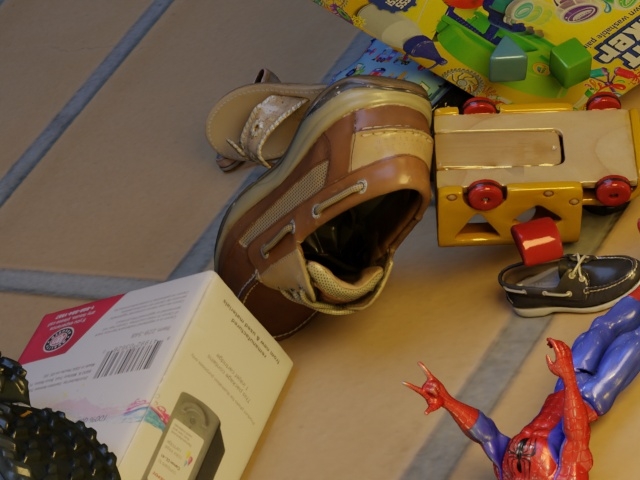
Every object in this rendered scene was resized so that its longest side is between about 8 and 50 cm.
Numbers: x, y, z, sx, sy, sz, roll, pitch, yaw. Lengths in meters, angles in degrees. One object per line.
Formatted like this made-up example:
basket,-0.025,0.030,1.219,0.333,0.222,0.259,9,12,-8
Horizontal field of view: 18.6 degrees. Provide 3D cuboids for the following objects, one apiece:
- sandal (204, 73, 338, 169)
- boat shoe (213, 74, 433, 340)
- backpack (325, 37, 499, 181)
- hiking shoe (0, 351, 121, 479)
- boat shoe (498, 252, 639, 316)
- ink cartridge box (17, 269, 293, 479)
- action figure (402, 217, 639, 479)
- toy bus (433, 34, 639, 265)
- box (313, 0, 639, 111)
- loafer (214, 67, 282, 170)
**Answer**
sandal,-0.034,-0.106,1.921,0.240,0.088,0.079,-11,34,34
boat shoe,0.000,0.000,1.597,0.324,0.122,0.120,121,144,-50
backpack,0.115,-0.147,1.774,0.173,0.117,0.158,-42,29,-11
hiking shoe,-0.245,0.186,1.496,0.304,0.113,0.132,38,110,54
boat shoe,0.193,0.029,1.505,0.125,0.038,0.046,-9,41,44
ink cartridge box,-0.186,0.191,1.627,0.226,0.131,0.306,-13,39,39
action figure,0.170,0.077,1.368,0.091,0.139,0.280,2,51,53
toy bus,0.181,-0.048,1.555,0.191,0.104,0.202,-39,60,-23
box,0.185,-0.271,1.592,0.290,0.279,0.177,-37,33,47
loafer,-0.080,-0.129,2.059,0.045,0.039,0.125,-4,44,47
